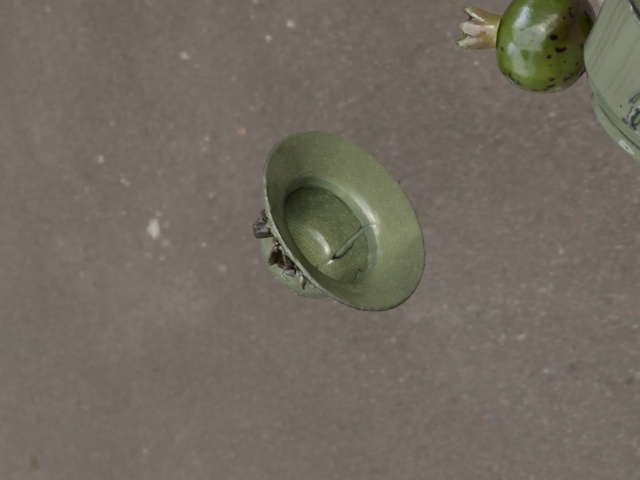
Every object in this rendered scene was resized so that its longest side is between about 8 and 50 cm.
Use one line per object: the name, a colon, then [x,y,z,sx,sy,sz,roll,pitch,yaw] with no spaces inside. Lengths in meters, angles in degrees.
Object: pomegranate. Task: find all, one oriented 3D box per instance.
pomegranate: [0.208,-0.206,1.188,0.142,0.114,0.115,14,111,23]

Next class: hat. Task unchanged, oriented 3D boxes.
hat: [0.000,0.000,1.526,0.130,0.257,0.257,-39,68,42]

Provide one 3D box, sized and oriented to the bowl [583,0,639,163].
bowl: [0.302,-0.126,0.972,0.211,0.211,0.112,57,132,26]
